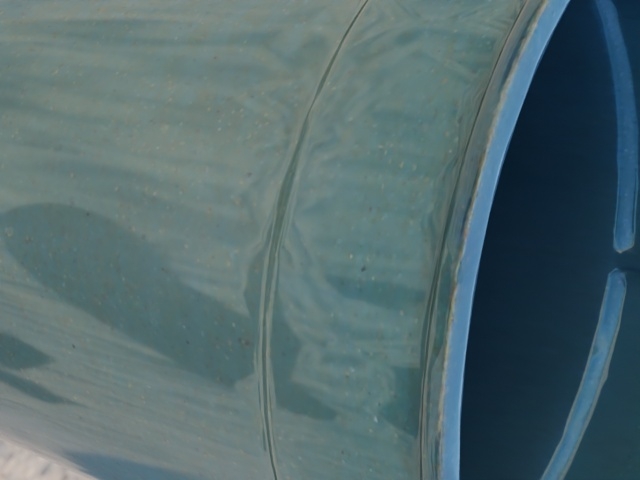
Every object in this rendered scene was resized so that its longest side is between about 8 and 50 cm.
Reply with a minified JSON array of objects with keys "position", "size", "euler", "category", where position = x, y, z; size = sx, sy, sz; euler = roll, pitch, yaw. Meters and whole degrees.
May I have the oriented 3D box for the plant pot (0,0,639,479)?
[{"position":[0.000,0.000,0.727],"size":[0.341,0.334,0.341],"euler":[-20,115,-52],"category":"plant pot"}]
